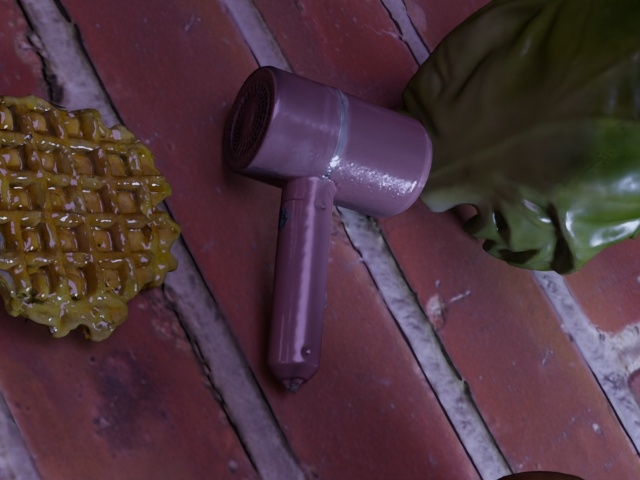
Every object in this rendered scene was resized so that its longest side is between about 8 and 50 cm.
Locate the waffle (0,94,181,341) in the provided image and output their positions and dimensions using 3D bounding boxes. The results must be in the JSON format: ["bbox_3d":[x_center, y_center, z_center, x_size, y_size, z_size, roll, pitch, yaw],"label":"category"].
[{"bbox_3d":[-0.257,-0.037,1.209,0.280,0.060,0.262,46,41,-19],"label":"waffle"}]

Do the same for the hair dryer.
[{"bbox_3d":[0.000,0.000,1.361,0.210,0.125,0.353,17,66,-27],"label":"hair dryer"}]

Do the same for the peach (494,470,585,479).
[{"bbox_3d":[0.230,0.355,1.221,0.252,0.252,0.253,16,57,-26],"label":"peach"}]

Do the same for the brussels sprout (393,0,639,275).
[{"bbox_3d":[0.337,-0.176,1.504,0.342,0.361,0.425,51,48,-5],"label":"brussels sprout"}]
